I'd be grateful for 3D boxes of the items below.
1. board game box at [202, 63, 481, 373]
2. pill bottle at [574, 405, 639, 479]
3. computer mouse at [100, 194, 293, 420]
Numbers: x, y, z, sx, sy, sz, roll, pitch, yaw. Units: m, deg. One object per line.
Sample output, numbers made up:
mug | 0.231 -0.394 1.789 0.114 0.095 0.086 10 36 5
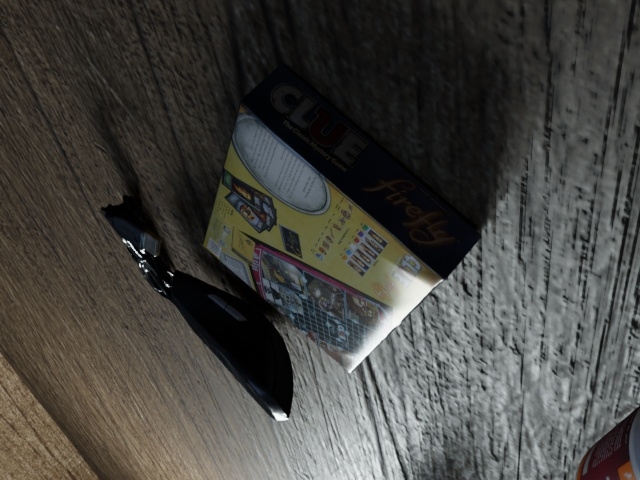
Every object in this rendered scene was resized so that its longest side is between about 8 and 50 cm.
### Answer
board game box | 0.000 0.000 0.688 0.165 0.042 0.243 41 156 5
pill bottle | 0.202 0.127 0.532 0.086 0.086 0.152 36 155 15
computer mouse | -0.109 0.051 0.931 0.262 0.060 0.184 41 163 35
